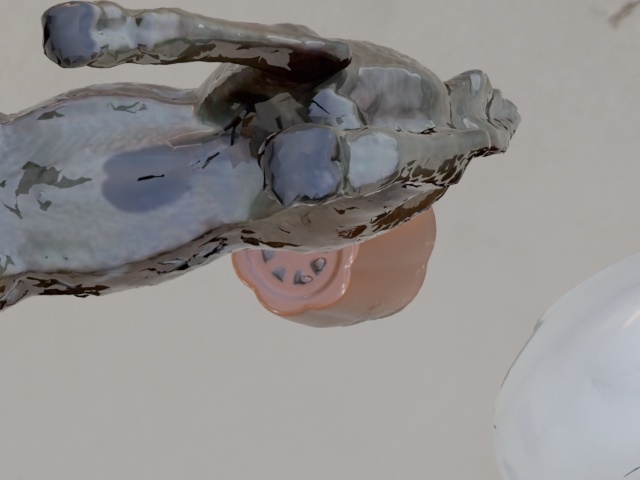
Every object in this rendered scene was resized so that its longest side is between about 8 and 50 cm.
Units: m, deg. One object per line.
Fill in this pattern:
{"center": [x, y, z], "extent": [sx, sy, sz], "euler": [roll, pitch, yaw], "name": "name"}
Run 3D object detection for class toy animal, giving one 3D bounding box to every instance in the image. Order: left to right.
{"center": [-0.073, -0.009, 0.504], "extent": [0.244, 0.260, 0.087], "euler": [3, 89, 7], "name": "toy animal"}

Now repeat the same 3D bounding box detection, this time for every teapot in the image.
{"center": [0.205, 0.077, 0.952], "extent": [0.300, 0.208, 0.165], "euler": [-16, 57, 17], "name": "teapot"}

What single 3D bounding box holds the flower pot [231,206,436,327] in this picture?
{"center": [0.000, 0.000, 1.940], "extent": [0.191, 0.173, 0.190], "euler": [2, 94, 21], "name": "flower pot"}
